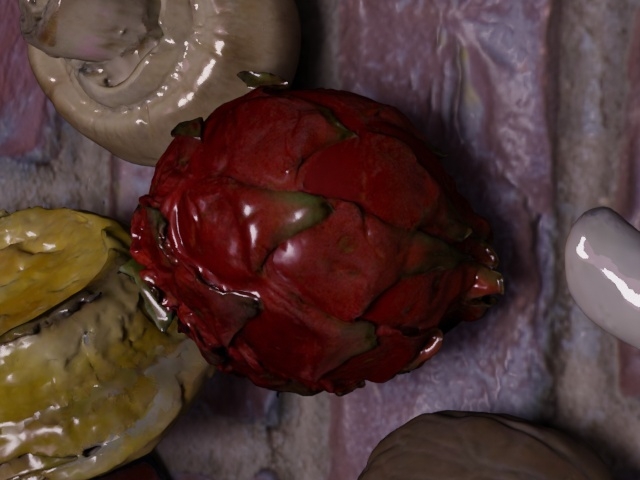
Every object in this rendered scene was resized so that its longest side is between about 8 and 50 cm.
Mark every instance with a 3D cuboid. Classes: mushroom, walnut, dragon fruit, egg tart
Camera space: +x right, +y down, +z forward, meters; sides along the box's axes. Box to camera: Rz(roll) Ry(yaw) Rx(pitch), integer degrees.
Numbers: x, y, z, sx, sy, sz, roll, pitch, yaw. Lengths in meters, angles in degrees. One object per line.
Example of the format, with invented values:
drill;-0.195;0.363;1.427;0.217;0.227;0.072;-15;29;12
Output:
mushroom;-0.151;-0.191;0.980;0.260;0.234;0.253;12;94;26
walnut;0.124;0.233;0.881;0.224;0.224;0.224;2;93;28
dragon fruit;0.000;0.000;0.907;0.244;0.299;0.244;-171;90;-68
egg tart;-0.246;0.069;1.000;0.345;0.345;0.132;6;130;27

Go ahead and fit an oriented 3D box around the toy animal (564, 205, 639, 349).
toy animal;0.297;0.137;0.757;0.196;0.241;0.367;-17;85;26

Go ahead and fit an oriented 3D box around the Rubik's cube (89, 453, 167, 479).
Rubik's cube;-0.254;0.415;1.020;0.313;0.316;0.318;-43;75;23
